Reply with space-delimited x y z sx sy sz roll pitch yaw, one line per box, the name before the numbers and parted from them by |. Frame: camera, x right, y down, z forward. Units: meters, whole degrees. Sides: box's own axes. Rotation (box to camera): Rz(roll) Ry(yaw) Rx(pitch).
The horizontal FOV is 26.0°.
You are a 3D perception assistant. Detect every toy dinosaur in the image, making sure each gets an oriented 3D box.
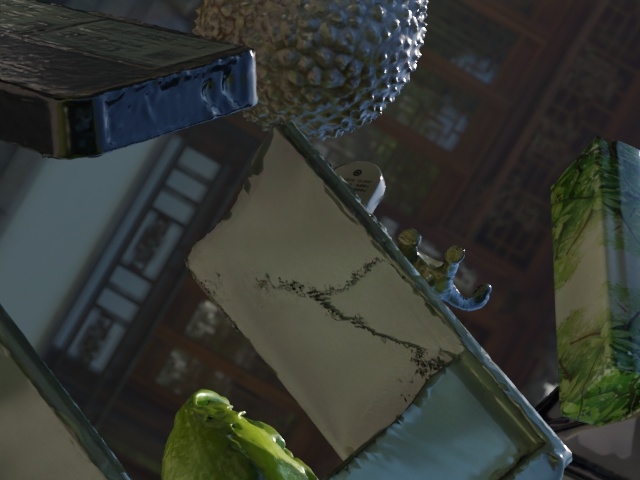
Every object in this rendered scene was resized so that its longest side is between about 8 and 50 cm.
toy dinosaur | 0.083 0.071 1.533 0.247 0.075 0.188 -29 149 -12

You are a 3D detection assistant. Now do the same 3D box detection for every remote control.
remote control | 0.000 0.000 1.554 0.245 0.077 0.022 -58 143 -33

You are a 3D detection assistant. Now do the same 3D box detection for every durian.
durian | -0.052 0.208 1.055 0.101 0.250 0.139 -40 153 3

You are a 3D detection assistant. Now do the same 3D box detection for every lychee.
lychee | -0.018 -0.259 1.712 0.300 0.300 0.300 -60 -176 7

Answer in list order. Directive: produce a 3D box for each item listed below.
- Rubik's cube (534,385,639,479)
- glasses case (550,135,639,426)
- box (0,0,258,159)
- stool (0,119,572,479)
Rubik's cube | 0.434 0.235 1.403 0.305 0.307 0.310 -45 -143 -20
glasses case | 0.268 0.035 1.304 0.095 0.062 0.272 125 -22 -49
box | -0.239 -0.145 1.152 0.211 0.350 0.058 -21 120 -45
stool | -0.047 0.117 0.780 0.243 0.270 0.170 -31 168 -41
